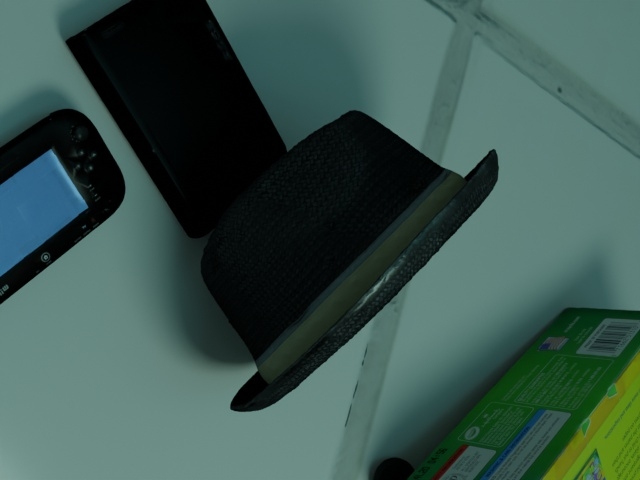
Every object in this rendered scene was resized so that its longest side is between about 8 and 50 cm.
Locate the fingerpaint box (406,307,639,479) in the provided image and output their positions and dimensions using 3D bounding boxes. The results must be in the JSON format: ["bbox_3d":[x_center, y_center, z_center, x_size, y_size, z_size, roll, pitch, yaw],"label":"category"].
[{"bbox_3d":[0.319,0.351,1.087,0.445,0.163,0.371,-35,113,-40],"label":"fingerpaint box"}]

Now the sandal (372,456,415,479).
[{"bbox_3d":[0.112,0.331,1.017,0.067,0.040,0.179,-34,113,-32],"label":"sandal"}]

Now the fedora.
[{"bbox_3d":[0.000,0.000,0.785,0.152,0.334,0.334,45,62,2],"label":"fedora"}]

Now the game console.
[{"bbox_3d":[-0.194,-0.057,0.750,0.361,0.044,0.213,-44,117,-28],"label":"game console"}]
